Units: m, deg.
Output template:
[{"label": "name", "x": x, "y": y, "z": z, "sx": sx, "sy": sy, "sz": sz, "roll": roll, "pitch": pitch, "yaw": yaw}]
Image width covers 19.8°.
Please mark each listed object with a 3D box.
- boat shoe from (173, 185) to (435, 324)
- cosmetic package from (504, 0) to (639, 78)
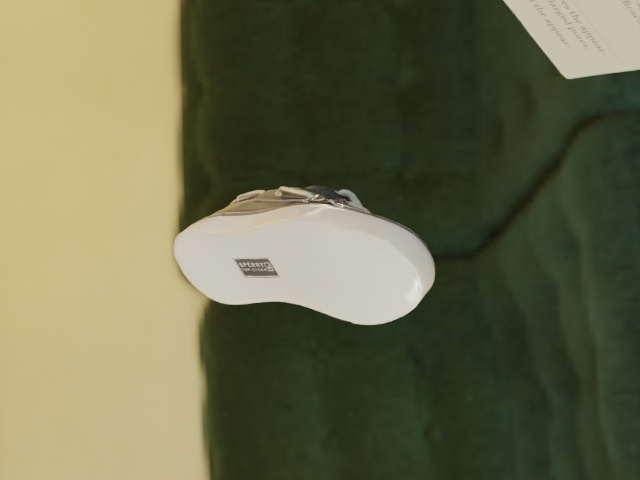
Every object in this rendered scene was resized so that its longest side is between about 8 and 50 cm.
[{"label": "boat shoe", "x": 0.000, "y": 0.000, "z": 1.550, "sx": 0.301, "sy": 0.102, "sz": 0.108, "roll": -2, "pitch": 124, "yaw": 53}, {"label": "cosmetic package", "x": 0.174, "y": -0.187, "z": 0.876, "sx": 0.184, "sy": 0.151, "sz": 0.151, "roll": -4, "pitch": 46, "yaw": 52}]
